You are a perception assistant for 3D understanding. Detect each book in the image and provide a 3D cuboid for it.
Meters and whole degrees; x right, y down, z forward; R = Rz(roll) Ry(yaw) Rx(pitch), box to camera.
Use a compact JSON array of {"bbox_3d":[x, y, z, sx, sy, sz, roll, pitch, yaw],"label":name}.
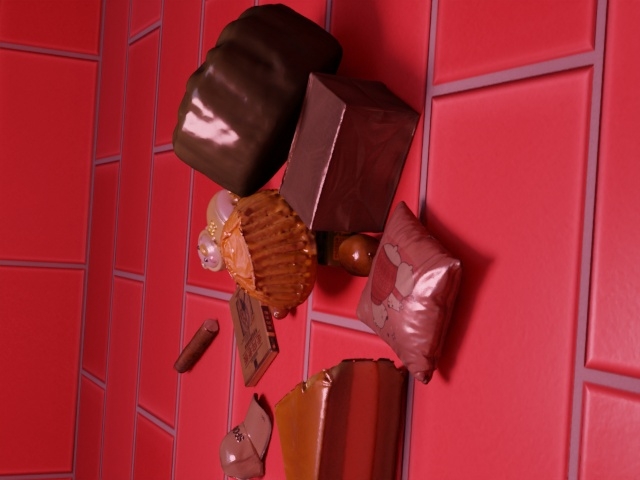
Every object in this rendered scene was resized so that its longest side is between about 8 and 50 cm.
[{"bbox_3d":[-0.152,0.190,2.185,0.161,0.026,0.230,-57,39,45],"label":"book"}]

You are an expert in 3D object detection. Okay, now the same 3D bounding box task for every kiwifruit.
[{"bbox_3d":[0.071,0.026,1.686,0.124,0.075,0.075,172,101,-78],"label":"kiwifruit"}]

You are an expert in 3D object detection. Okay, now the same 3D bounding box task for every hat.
[{"bbox_3d":[-0.171,0.414,2.124,0.147,0.085,0.175,-131,49,-57],"label":"hat"}]

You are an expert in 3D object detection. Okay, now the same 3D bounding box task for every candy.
[{"bbox_3d":[0.000,0.000,1.856,0.194,0.062,0.097,-178,91,-65],"label":"candy"}]

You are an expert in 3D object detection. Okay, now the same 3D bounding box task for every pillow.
[{"bbox_3d":[0.139,0.078,1.532,0.236,0.084,0.223,46,127,55],"label":"pillow"}]

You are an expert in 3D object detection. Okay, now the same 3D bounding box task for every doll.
[{"bbox_3d":[-0.217,-0.017,2.220,0.141,0.117,0.296,52,133,16],"label":"doll"}]

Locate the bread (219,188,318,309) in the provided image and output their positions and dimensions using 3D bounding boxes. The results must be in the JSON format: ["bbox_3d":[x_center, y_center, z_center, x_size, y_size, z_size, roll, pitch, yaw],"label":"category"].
[{"bbox_3d":[-0.096,0.021,1.809,0.240,0.139,0.239,48,147,47],"label":"bread"}]

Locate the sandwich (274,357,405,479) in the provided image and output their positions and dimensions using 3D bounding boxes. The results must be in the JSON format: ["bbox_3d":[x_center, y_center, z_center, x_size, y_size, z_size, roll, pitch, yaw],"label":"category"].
[{"bbox_3d":[0.044,0.328,1.617,0.227,0.155,0.198,-49,46,51],"label":"sandwich"}]

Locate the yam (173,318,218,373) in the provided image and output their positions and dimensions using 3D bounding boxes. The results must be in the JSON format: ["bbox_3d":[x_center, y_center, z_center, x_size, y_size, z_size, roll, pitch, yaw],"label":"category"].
[{"bbox_3d":[-0.320,0.274,2.497,0.264,0.046,0.046,-52,42,49],"label":"yam"}]

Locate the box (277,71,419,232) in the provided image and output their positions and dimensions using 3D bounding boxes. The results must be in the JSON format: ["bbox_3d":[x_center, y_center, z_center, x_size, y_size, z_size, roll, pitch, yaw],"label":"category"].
[{"bbox_3d":[0.046,-0.147,1.680,0.149,0.156,0.231,51,130,51],"label":"box"}]

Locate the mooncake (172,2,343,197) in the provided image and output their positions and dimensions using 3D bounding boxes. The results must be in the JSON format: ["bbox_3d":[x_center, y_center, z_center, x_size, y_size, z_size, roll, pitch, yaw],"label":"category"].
[{"bbox_3d":[-0.119,-0.264,1.825,0.356,0.194,0.356,-56,-3,-5],"label":"mooncake"}]

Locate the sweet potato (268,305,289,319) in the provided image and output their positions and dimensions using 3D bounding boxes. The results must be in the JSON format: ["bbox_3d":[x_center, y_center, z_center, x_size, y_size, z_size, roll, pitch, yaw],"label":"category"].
[{"bbox_3d":[-0.093,0.081,2.059,0.050,0.050,0.214,120,150,-43],"label":"sweet potato"}]
